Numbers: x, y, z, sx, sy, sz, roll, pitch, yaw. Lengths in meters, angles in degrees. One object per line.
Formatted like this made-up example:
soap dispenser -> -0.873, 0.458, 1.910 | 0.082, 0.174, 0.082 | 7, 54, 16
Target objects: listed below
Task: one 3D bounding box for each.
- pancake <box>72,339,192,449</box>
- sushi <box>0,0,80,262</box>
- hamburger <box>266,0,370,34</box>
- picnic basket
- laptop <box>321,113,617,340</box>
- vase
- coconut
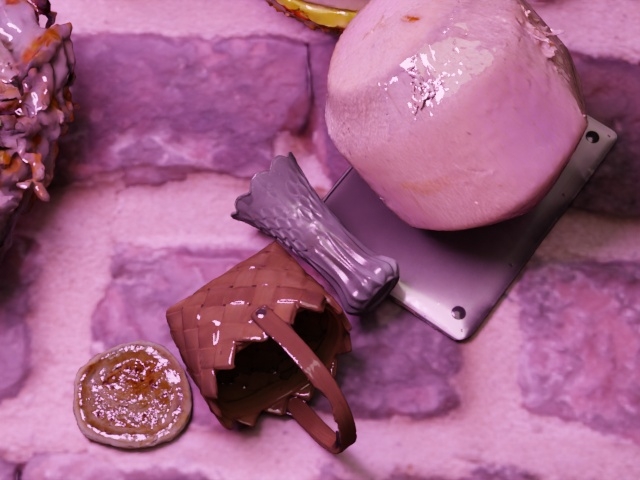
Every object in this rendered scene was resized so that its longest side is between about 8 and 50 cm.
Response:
pancake -> -0.163, 0.135, 1.290 | 0.108, 0.017, 0.108 | 0, 59, -1
sushi -> -0.408, -0.113, 1.290 | 0.417, 0.176, 0.417 | 9, 45, -9
hamburger -> 0.032, -0.329, 1.435 | 0.276, 0.179, 0.294 | 25, 63, 9
picnic basket -> -0.033, 0.104, 1.241 | 0.138, 0.128, 0.178 | -33, 58, -14
laptop -> 0.130, -0.053, 1.385 | 0.188, 0.015, 0.269 | 34, 68, 15
vase -> 0.000, 0.000, 1.315 | 0.149, 0.081, 0.081 | 44, 71, 12
coconut -> 0.125, -0.112, 1.290 | 0.234, 0.224, 0.224 | 36, 62, -26
